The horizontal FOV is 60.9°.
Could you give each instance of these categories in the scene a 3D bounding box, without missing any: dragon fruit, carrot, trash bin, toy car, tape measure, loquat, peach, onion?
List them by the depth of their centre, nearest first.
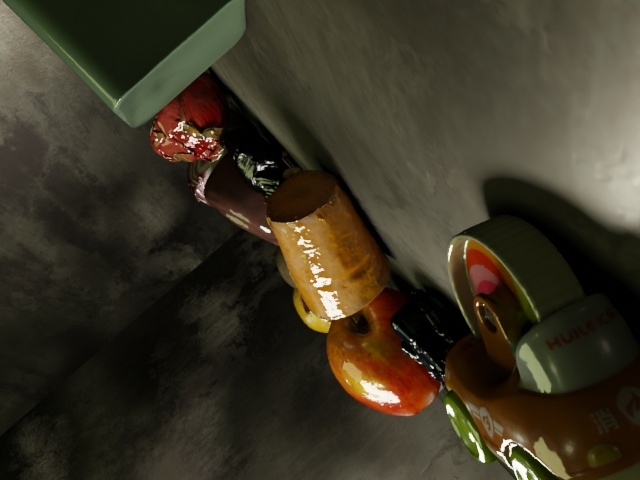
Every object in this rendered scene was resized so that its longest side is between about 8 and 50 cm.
[{"bbox_3d":[0.179,0.086,0.457,0.235,0.145,0.235,62,171,18],"label":"toy car"},{"bbox_3d":[-0.277,-0.331,0.635,0.343,0.223,0.158,48,175,-2],"label":"trash bin"},{"bbox_3d":[0.209,0.184,0.969,0.186,0.112,0.199,48,174,33],"label":"tape measure"},{"bbox_3d":[0.000,0.000,1.001,0.196,0.196,0.254,42,166,52],"label":"carrot"},{"bbox_3d":[0.144,0.237,1.170,0.281,0.238,0.281,45,-179,-1],"label":"peach"},{"bbox_3d":[-0.265,-0.258,1.243,0.148,0.218,0.224,33,174,3],"label":"dragon fruit"},{"bbox_3d":[-0.289,-0.220,1.691,0.206,0.216,0.207,32,-163,-37],"label":"onion"},{"bbox_3d":[0.027,0.169,1.708,0.235,0.235,0.235,48,175,6],"label":"loquat"}]

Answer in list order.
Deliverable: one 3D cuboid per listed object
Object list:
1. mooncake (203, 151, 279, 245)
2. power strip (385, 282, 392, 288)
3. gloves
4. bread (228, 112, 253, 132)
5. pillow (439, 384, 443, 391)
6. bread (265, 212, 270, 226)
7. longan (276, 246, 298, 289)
[{"bbox_3d":[-0.167,-0.105,1.483,0.326,0.174,0.334,33,176,35],"label":"mooncake"},{"bbox_3d":[0.120,0.099,1.427,0.118,0.046,0.270,49,174,3],"label":"power strip"},{"bbox_3d":[-0.112,-0.154,1.207,0.203,0.124,0.164,55,-165,18],"label":"gloves"},{"bbox_3d":[-0.244,-0.293,1.418,0.367,0.084,0.077,45,134,51],"label":"bread"},{"bbox_3d":[0.199,0.265,1.312,0.255,0.169,0.059,50,-179,12],"label":"pillow"},{"bbox_3d":[-0.018,-0.015,1.173,0.217,0.147,0.098,47,-146,-26],"label":"bread"},{"bbox_3d":[-0.035,0.046,1.558,0.198,0.198,0.212,53,-179,-42],"label":"longan"}]
